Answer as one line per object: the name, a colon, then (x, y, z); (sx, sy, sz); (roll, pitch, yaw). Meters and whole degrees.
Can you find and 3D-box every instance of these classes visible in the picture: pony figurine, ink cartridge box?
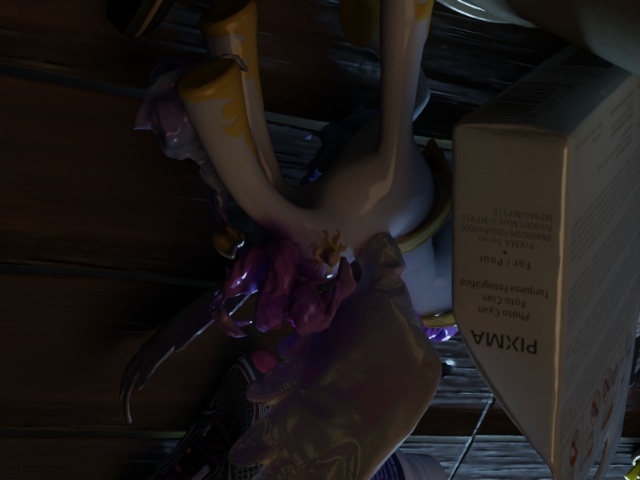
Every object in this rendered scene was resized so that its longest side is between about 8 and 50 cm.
pony figurine: (0.000, 0.000, 0.963); (0.351, 0.303, 0.363); (-34, 125, -20)
ink cartridge box: (0.192, 0.054, 1.041); (0.308, 0.091, 0.385); (-37, 132, -59)

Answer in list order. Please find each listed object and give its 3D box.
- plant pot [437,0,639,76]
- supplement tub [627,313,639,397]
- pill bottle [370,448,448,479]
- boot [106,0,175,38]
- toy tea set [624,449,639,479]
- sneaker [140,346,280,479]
plant pot: (0.251, -0.243, 0.877); (0.334, 0.305, 0.334); (-15, 129, -20)
supplement tub: (0.275, 0.061, 1.254); (0.106, 0.106, 0.198); (-13, 128, -21)
pill bottle: (0.029, 0.250, 1.248); (0.186, 0.112, 0.112); (7, 119, -33)
boot: (-0.053, -0.217, 0.886); (0.137, 0.077, 0.198); (12, 117, -41)
toy tea set: (0.506, 0.353, 1.540); (0.200, 0.124, 0.336); (-11, 145, 31)
sneaker: (-0.109, 0.226, 1.147); (0.112, 0.121, 0.299); (13, 116, -34)
